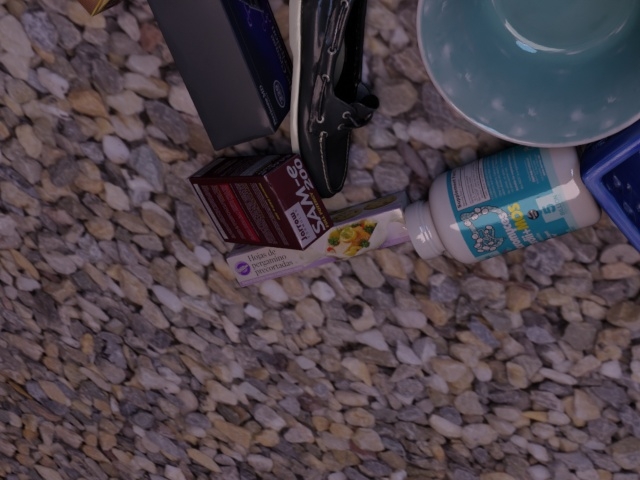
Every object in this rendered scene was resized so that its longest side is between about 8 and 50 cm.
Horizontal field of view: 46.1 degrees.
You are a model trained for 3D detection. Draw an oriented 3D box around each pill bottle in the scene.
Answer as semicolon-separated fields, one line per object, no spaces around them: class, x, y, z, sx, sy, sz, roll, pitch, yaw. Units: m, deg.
pill bottle;0.262;-0.053;1.107;0.264;0.146;0.146;-21;113;24

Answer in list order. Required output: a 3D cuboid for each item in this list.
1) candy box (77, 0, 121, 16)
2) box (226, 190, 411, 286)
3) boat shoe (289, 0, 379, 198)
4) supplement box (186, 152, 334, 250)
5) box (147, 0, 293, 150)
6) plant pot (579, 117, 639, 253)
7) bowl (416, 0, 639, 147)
candy box;-0.263;-0.481;1.020;0.316;0.087;0.183;-34;105;28
box;0.000;0.000;1.251;0.324;0.067;0.063;-16;114;23
boat shoe;0.030;-0.214;1.083;0.113;0.127;0.340;9;113;23
supplement box;-0.099;-0.062;1.166;0.239;0.073;0.130;7;130;53
box;-0.131;-0.285;1.046;0.103;0.184;0.261;-12;117;21
plant pot;0.493;-0.109;0.978;0.236;0.212;0.236;45;120;-13
bowl;0.288;-0.288;0.931;0.312;0.163;0.311;15;134;16
